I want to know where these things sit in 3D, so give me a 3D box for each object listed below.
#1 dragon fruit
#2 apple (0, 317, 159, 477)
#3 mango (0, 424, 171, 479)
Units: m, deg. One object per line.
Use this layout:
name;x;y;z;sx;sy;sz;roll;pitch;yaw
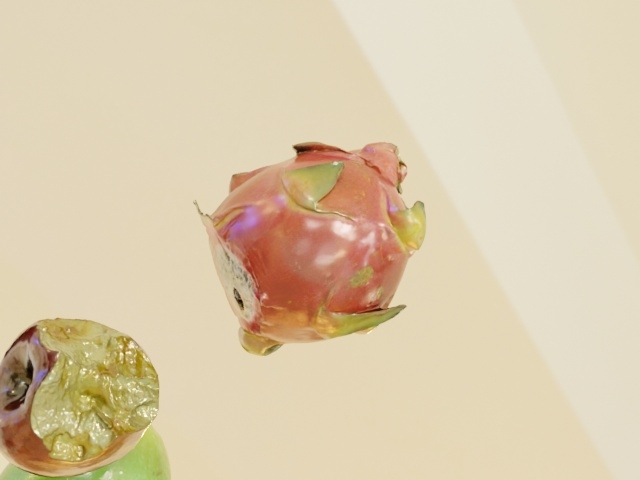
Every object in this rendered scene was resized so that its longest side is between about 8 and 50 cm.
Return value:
dragon fruit;-0.003;0.004;1.546;0.227;0.224;0.224;-16;-32;-23
apple;-0.250;0.163;1.514;0.158;0.156;0.147;20;-44;-36
mango;-0.345;0.390;1.982;0.201;0.382;0.225;5;-37;50
